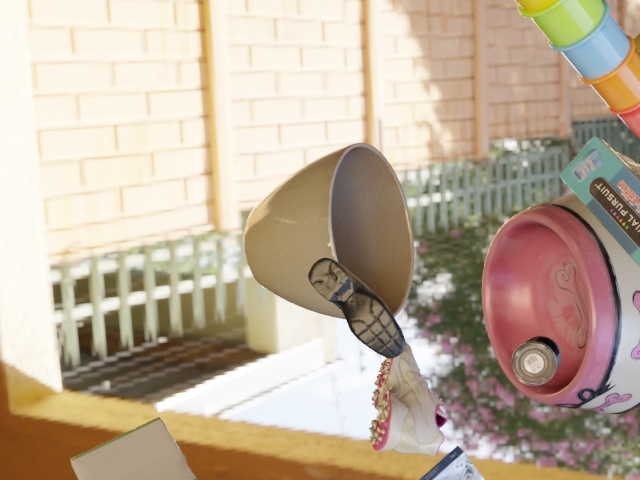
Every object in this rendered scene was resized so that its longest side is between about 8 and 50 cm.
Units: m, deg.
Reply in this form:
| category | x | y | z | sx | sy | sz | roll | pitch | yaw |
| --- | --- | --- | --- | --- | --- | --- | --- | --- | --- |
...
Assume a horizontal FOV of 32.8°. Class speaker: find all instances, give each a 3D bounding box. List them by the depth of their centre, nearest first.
| category | x | y | z | sx | sy | sz | roll | pitch | yaw |
| --- | --- | --- | --- | --- | --- | --- | --- | --- | --- |
| speaker | 0.275 | 0.152 | 1.382 | 0.055 | 0.055 | 0.136 | -2 | 177 | 15 |

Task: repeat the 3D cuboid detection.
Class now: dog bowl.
| category | x | y | z | sx | sy | sz | roll | pitch | yaw |
| --- | --- | --- | --- | --- | --- | --- | --- | --- | --- |
| dog bowl | 0.436 | 0.113 | 1.932 | 0.150 | 0.408 | 0.408 | -4 | -174 | -24 |

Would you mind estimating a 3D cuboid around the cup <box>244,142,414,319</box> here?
| category | x | y | z | sx | sy | sz | roll | pitch | yaw |
| --- | --- | --- | --- | --- | --- | --- | --- | --- | --- |
| cup | 0.000 | 0.000 | 2.038 | 0.237 | 0.331 | 0.331 | -9 | -177 | 30 |

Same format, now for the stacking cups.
| category | x | y | z | sx | sy | sz | roll | pitch | yaw |
| --- | --- | --- | --- | --- | --- | --- | --- | --- | --- |
| stacking cups | 0.331 | -0.248 | 1.331 | 0.316 | 0.096 | 0.096 | 40 | 161 | -30 |

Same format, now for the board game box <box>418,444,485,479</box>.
| category | x | y | z | sx | sy | sz | roll | pitch | yaw |
| --- | --- | --- | --- | --- | --- | --- | --- | --- | --- |
| board game box | 0.178 | 0.340 | 1.505 | 0.090 | 0.090 | 0.020 | -40 | -143 | -6 |

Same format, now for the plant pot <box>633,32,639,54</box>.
| category | x | y | z | sx | sy | sz | roll | pitch | yaw |
| --- | --- | --- | --- | --- | --- | --- | --- | --- | --- |
| plant pot | 0.559 | -0.261 | 1.624 | 0.187 | 0.212 | 0.212 | -33 | 180 | 28 |

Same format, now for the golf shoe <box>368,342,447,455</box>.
| category | x | y | z | sx | sy | sz | roll | pitch | yaw |
| --- | --- | --- | --- | --- | --- | --- | --- | --- | --- |
| golf shoe | 0.173 | 0.310 | 2.105 | 0.140 | 0.115 | 0.306 | 17 | -148 | -4 |

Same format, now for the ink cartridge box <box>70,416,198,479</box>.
| category | x | y | z | sx | sy | sz | roll | pitch | yaw |
| --- | --- | --- | --- | --- | --- | --- | --- | --- | --- |
| ink cartridge box | -0.297 | 0.408 | 1.802 | 0.171 | 0.056 | 0.235 | -23 | -142 | -18 |

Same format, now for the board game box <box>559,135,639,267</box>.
| category | x | y | z | sx | sy | sz | roll | pitch | yaw |
| --- | --- | --- | --- | --- | --- | --- | --- | --- | --- |
| board game box | 0.509 | 0.015 | 1.487 | 0.336 | 0.079 | 0.254 | 24 | -156 | -37 |

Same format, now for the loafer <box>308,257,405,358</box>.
| category | x | y | z | sx | sy | sz | roll | pitch | yaw |
| --- | --- | --- | --- | --- | --- | --- | --- | --- | --- |
| loafer | 0.057 | 0.089 | 1.491 | 0.062 | 0.170 | 0.061 | -42 | 170 | 12 |
